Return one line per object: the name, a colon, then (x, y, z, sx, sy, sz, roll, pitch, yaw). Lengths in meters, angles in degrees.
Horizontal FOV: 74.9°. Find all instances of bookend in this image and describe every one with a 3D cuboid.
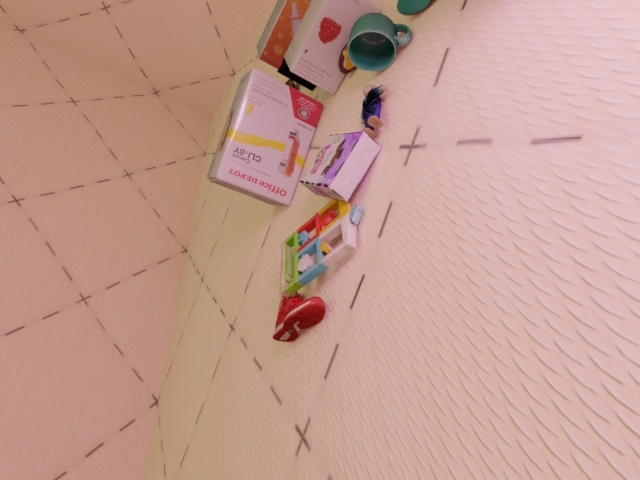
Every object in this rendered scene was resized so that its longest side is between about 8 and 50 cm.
bookend: (-0.073, -0.683, 1.600, 0.072, 0.156, 0.158, -36, 41, 49)

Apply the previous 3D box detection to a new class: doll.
doll: (0.137, -0.352, 1.098, 0.129, 0.046, 0.189, 124, 158, -44)

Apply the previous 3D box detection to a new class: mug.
mug: (0.155, -0.536, 1.123, 0.129, 0.157, 0.098, 109, 172, -64)

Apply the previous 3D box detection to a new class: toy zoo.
toy zoo: (0.000, 0.000, 1.080, 0.293, 0.030, 0.193, -39, 35, 29)

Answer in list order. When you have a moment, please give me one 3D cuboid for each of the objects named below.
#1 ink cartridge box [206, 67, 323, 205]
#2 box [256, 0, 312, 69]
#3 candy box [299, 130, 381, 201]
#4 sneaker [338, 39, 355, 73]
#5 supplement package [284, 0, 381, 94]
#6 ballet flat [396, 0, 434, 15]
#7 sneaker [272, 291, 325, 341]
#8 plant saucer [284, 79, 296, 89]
ink cartridge box: (-0.192, -0.343, 1.459, 0.160, 0.279, 0.386, 16, 87, 63)
box: (-0.084, -0.858, 1.672, 0.345, 0.214, 0.168, -54, 31, 30)
candy box: (0.046, -0.197, 1.105, 0.165, 0.070, 0.196, -58, 27, -4)
sneaker: (0.116, -0.588, 1.272, 0.186, 0.069, 0.084, -54, 25, 31)
supplement package: (0.030, -0.673, 1.372, 0.293, 0.177, 0.175, -56, 29, 27)
ballet flat: (0.273, -0.626, 1.025, 0.067, 0.073, 0.206, -49, 22, -21)
sneaker: (-0.064, 0.166, 1.084, 0.221, 0.086, 0.128, -43, 39, 41)
plant saucer: (-0.157, -0.612, 1.845, 0.198, 0.036, 0.199, -42, 38, 45)
